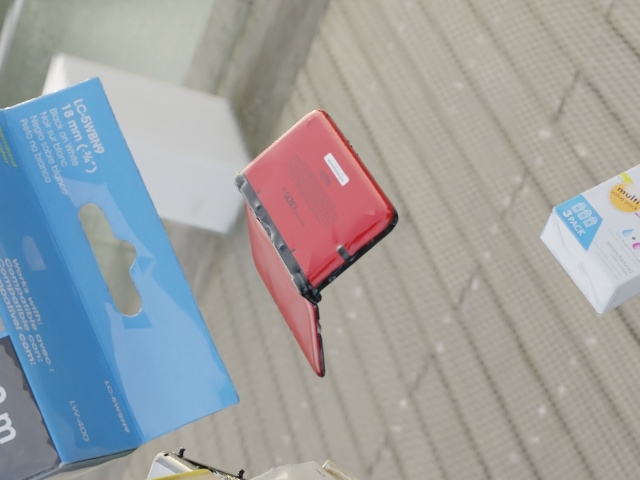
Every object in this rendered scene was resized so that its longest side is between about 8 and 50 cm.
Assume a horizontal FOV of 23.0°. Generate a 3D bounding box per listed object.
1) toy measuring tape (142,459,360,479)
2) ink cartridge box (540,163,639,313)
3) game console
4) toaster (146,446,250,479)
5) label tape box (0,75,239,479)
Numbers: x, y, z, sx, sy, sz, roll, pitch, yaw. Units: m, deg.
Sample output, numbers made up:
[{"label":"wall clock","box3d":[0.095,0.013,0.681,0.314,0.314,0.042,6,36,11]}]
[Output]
[{"label":"toy measuring tape","box3d":[-0.081,0.216,1.046,0.121,0.330,0.121,-1,88,30]},{"label":"ink cartridge box","box3d":[0.325,-0.016,1.561,0.104,0.181,0.061,55,157,22]},{"label":"game console","box3d":[0.000,0.000,1.114,0.124,0.085,0.144,-40,43,7]},{"label":"toaster","box3d":[-0.043,0.258,1.266,0.186,0.168,0.110,17,84,54]},{"label":"label tape box","box3d":[-0.243,0.048,0.920,0.106,0.334,0.240,113,133,-76]}]
